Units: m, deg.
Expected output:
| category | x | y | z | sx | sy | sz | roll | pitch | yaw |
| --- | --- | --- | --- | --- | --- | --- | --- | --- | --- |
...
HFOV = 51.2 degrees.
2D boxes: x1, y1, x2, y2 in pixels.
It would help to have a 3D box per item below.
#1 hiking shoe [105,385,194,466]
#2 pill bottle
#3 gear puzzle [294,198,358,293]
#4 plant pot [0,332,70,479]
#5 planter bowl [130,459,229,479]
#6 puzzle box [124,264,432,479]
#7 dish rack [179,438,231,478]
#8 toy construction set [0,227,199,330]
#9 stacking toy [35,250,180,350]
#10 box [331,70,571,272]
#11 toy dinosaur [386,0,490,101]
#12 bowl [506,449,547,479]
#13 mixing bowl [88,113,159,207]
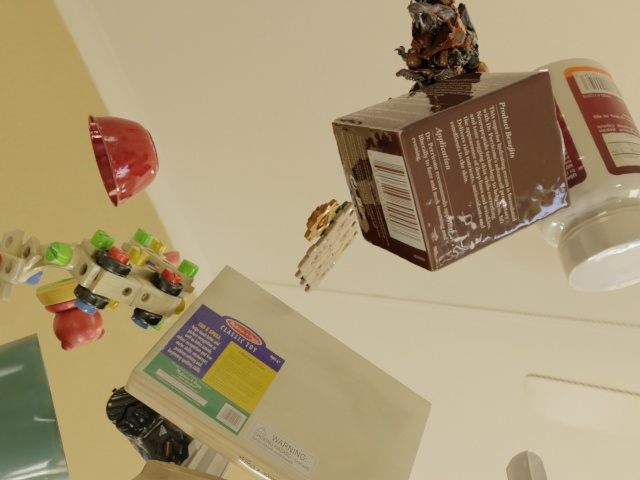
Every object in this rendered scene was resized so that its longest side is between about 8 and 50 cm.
| category | x | y | z | sx | sy | sz | roll | pitch | yaw |
| --- | --- | --- | --- | --- | --- | --- | --- | --- | --- |
| hiking shoe | -0.307 | 0.409 | 1.338 | 0.304 | 0.113 | 0.132 | 55 | -16 | -2 |
| pill bottle | 0.487 | -0.120 | 1.226 | 0.224 | 0.224 | 0.391 | 125 | -36 | -51 |
| gear puzzle | 0.000 | 0.000 | 1.276 | 0.044 | 0.175 | 0.339 | 37 | -8 | 13 |
| plant pot | -0.615 | 0.340 | 1.234 | 0.293 | 0.235 | 0.292 | 41 | -43 | 54 |
| planter bowl | -0.136 | 0.275 | 0.638 | 0.162 | 0.109 | 0.162 | 15 | -18 | 5 |
| puzzle box | -0.043 | 0.230 | 0.988 | 0.409 | 0.272 | 0.052 | 34 | -53 | 2 |
| dish rack | -0.256 | 0.433 | 1.035 | 0.072 | 0.333 | 0.285 | 41 | -83 | 1 |
| toy construction set | -0.320 | 0.044 | 0.988 | 0.215 | 0.328 | 0.151 | 34 | -74 | 38 |
| stacking toy | -0.451 | 0.127 | 1.440 | 0.280 | 0.309 | 0.130 | -7 | -81 | 57 |
| box | 0.152 | -0.091 | 0.793 | 0.167 | 0.203 | 0.168 | 27 | -43 | 63 |
| toy dinosaur | 0.205 | -0.234 | 1.036 | 0.322 | 0.218 | 0.164 | 43 | -24 | -25 |
| bowl | 0.385 | 0.463 | 1.228 | 0.053 | 0.141 | 0.142 | -18 | -29 | 21 |
| mixing bowl | -0.372 | -0.162 | 1.288 | 0.181 | 0.098 | 0.181 | 48 | -32 | 46 |
